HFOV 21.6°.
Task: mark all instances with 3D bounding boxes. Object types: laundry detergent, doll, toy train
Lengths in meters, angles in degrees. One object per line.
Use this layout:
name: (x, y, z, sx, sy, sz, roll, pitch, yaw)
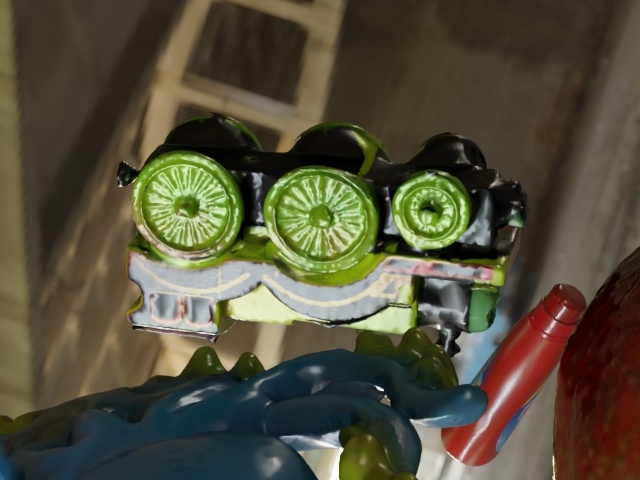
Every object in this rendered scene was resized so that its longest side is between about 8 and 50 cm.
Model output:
laundry detergent: (0.152, 0.094, 1.263, 0.165, 0.049, 0.097, -59, -5, 35)
doll: (-0.091, 0.134, 0.784, 0.341, 0.346, 0.099, -136, 28, -78)
toy train: (0.000, 0.000, 1.199, 0.100, 0.296, 0.160, -56, -31, -65)

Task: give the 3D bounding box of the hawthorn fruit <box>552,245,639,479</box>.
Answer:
hawthorn fruit: (0.262, 0.085, 0.932, 0.254, 0.254, 0.300, 94, -165, -71)
